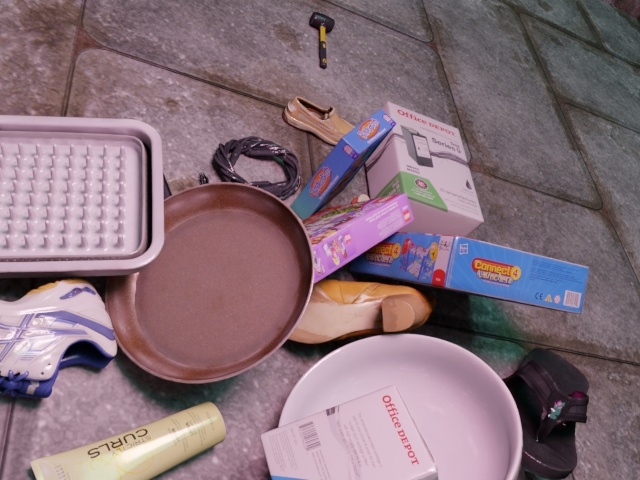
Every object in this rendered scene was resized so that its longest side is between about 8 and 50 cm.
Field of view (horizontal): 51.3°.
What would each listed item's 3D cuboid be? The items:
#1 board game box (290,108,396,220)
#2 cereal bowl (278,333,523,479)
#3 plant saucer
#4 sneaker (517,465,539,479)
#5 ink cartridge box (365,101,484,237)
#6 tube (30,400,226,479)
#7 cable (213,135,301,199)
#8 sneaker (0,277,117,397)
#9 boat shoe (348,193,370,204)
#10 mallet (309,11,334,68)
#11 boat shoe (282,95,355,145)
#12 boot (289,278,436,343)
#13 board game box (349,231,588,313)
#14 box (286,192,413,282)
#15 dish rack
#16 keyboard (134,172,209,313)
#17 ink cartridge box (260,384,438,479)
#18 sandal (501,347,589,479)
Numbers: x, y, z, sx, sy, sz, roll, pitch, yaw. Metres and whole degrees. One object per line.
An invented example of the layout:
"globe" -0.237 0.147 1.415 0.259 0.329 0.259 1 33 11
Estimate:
"board game box" 0.043 -0.144 1.293 0.047 0.210 0.160 43 42 4
"cereal bowl" 0.115 0.304 0.969 0.339 0.141 0.339 -6 41 6
"plant saucer" -0.158 0.060 0.971 0.311 0.050 0.310 -4 62 8
"sneaker" 0.354 0.410 1.088 0.448 0.169 0.257 4 56 -30
"ink cartridge box" 0.218 -0.146 1.479 0.211 0.121 0.289 16 48 -25
"tube" -0.238 0.281 0.865 0.240 0.062 0.070 -15 25 -36
"cable" -0.120 -0.142 1.305 0.184 0.047 0.150 -19 63 -40
"sneaker" -0.391 0.143 0.829 0.296 0.112 0.131 -20 69 -42
"boat shoe" 0.075 -0.027 1.340 0.049 0.043 0.137 22 59 -35
"mallet" -0.002 -0.509 1.689 0.062 0.039 0.189 22 50 -19
"boat shoe" 0.015 -0.263 1.469 0.190 0.072 0.068 16 48 -25
"boot" 0.046 0.117 1.158 0.211 0.295 0.104 3 89 -74
"board game box" 0.263 0.053 1.227 0.308 0.302 0.086 12 87 -28
"box" 0.000 0.000 1.153 0.293 0.201 0.057 -30 106 -46
"dish rack" -0.398 -0.058 0.965 0.333 0.072 0.285 -1 54 -13
"keyboard" -0.247 -0.033 1.082 0.202 0.033 0.317 -18 67 -18
"ink cartridge box" 0.035 0.285 0.839 0.191 0.082 0.139 -18 39 -7
"sandal" 0.405 0.269 1.194 0.168 0.107 0.446 33 22 15
